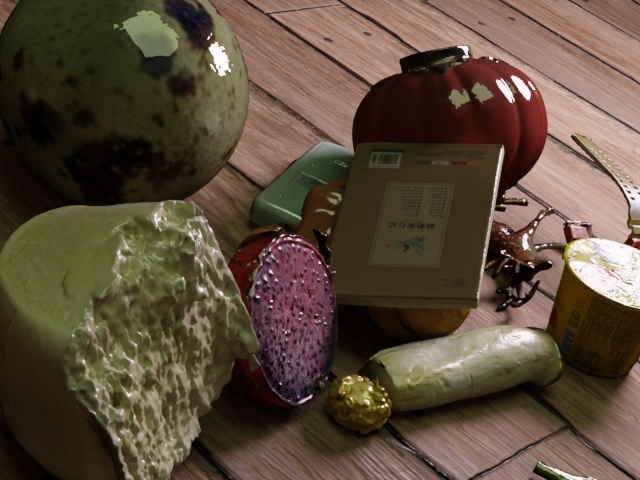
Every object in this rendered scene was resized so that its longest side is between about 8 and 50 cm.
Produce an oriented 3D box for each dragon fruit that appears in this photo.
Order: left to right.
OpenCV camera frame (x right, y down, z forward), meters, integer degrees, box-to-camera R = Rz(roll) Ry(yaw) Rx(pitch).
[{"bbox_3d":[-0.087,0.098,1.679,0.148,0.224,0.218,-6,-5,31],"label":"dragon fruit"}]

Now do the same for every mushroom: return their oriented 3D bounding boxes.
[{"bbox_3d":[0.200,0.166,1.804,0.312,0.081,0.100,-6,32,-34],"label":"mushroom"}]

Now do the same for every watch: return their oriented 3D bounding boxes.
[{"bbox_3d":[0.460,-0.039,2.198,0.102,0.165,0.268,4,36,-27],"label":"watch"}]

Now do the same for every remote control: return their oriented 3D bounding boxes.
[{"bbox_3d":[0.000,-0.074,2.103,0.140,0.056,0.296,29,30,8],"label":"remote control"}]

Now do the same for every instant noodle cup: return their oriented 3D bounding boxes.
[{"bbox_3d":[0.417,0.104,1.967,0.182,0.144,0.182,13,31,-8],"label":"instant noodle cup"}]

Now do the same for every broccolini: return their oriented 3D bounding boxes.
[{"bbox_3d":[0.362,0.329,1.676,0.202,0.068,0.091,13,14,21],"label":"broccolini"}]

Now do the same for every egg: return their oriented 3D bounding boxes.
[{"bbox_3d":[-0.286,-0.222,1.899,0.345,0.345,0.428,0,21,-30],"label":"egg"}]

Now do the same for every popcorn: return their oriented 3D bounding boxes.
[{"bbox_3d":[0.048,0.201,1.682,0.082,0.057,0.083,10,34,-3],"label":"popcorn"}]

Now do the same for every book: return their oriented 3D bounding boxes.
[{"bbox_3d":[0.127,-0.027,1.836,0.217,0.021,0.310,2,45,15],"label":"book"}]

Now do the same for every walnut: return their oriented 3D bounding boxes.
[{"bbox_3d":[0.144,0.053,1.872,0.159,0.159,0.207,20,42,1],"label":"walnut"}]

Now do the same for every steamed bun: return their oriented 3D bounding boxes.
[{"bbox_3d":[-0.235,0.124,1.425,0.273,0.290,0.272,2,26,14],"label":"steamed bun"}]

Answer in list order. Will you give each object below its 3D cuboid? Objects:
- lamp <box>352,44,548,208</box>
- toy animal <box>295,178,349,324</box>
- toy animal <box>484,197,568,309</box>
[{"bbox_3d":[0.200,-0.167,2.087,0.303,0.257,0.303,-9,2,0],"label":"lamp"},{"bbox_3d":[0.000,0.000,1.896,0.157,0.097,0.312,23,50,5],"label":"toy animal"},{"bbox_3d":[0.288,0.013,2.125,0.243,0.087,0.260,21,31,36],"label":"toy animal"}]
